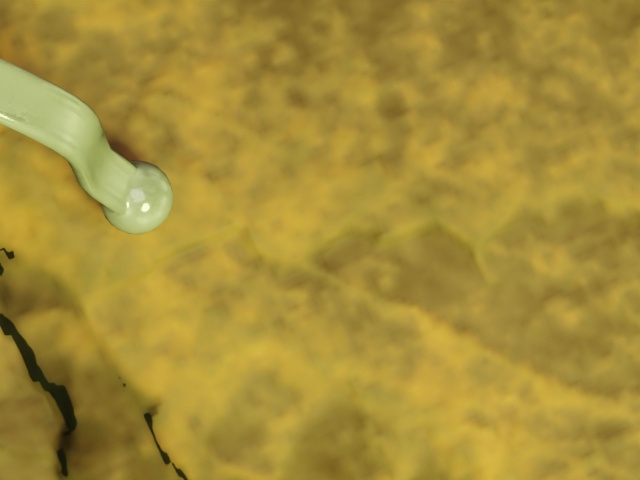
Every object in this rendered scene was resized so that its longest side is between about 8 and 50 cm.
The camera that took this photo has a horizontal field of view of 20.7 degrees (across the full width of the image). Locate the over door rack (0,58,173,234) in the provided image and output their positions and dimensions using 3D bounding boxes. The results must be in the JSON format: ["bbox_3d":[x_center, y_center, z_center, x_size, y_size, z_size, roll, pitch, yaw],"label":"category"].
[{"bbox_3d":[0.000,0.000,0.481,0.324,0.108,0.239,20,81,-16],"label":"over door rack"}]
